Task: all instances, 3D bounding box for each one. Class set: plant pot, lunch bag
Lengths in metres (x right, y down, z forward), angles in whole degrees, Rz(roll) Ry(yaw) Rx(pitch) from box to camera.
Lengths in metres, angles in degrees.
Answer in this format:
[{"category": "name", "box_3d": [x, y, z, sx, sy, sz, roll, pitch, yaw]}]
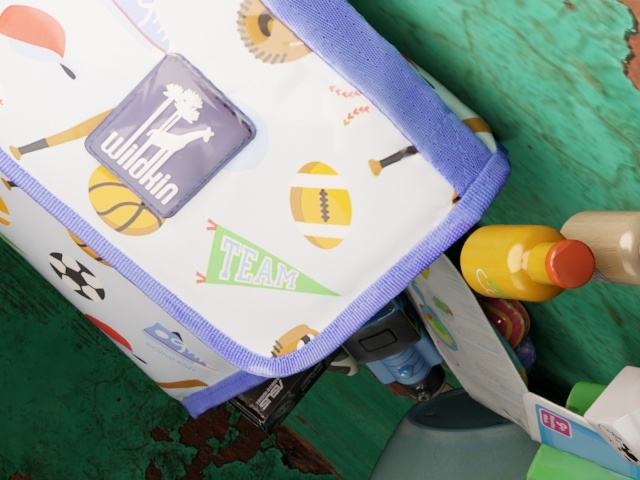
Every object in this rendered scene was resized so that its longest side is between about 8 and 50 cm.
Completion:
[{"category": "plant pot", "box_3d": [0.157, 0.241, 1.445, 0.290, 0.290, 0.195, -163, 62, -65]}, {"category": "lunch bag", "box_3d": [-0.089, -0.077, 1.031, 0.328, 0.239, 0.385, 43, 153, -8]}]

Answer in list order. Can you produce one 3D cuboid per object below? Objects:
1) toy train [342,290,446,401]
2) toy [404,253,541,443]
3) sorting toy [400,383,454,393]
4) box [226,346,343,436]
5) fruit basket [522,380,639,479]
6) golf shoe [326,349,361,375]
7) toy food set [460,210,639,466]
[{"category": "toy train", "box_3d": [0.060, 0.069, 1.390, 0.184, 0.080, 0.105, 52, -157, -46]}, {"category": "toy", "box_3d": [0.125, 0.060, 1.279, 0.237, 0.056, 0.137, 54, 168, -33]}, {"category": "sorting toy", "box_3d": [0.180, 0.227, 1.802, 0.274, 0.046, 0.132, 32, 167, 38]}, {"category": "box", "box_3d": [-0.056, 0.089, 1.696, 0.147, 0.180, 0.077, 38, 169, 15]}, {"category": "fruit basket", "box_3d": [0.310, 0.250, 1.121, 0.353, 0.165, 0.327, 31, 166, 29]}, {"category": "golf shoe", "box_3d": [-0.027, 0.117, 1.999, 0.198, 0.077, 0.094, 31, 166, 47]}, {"category": "toy food set", "box_3d": [0.195, 0.057, 0.858, 0.232, 0.111, 0.104, 46, 169, -12]}]
